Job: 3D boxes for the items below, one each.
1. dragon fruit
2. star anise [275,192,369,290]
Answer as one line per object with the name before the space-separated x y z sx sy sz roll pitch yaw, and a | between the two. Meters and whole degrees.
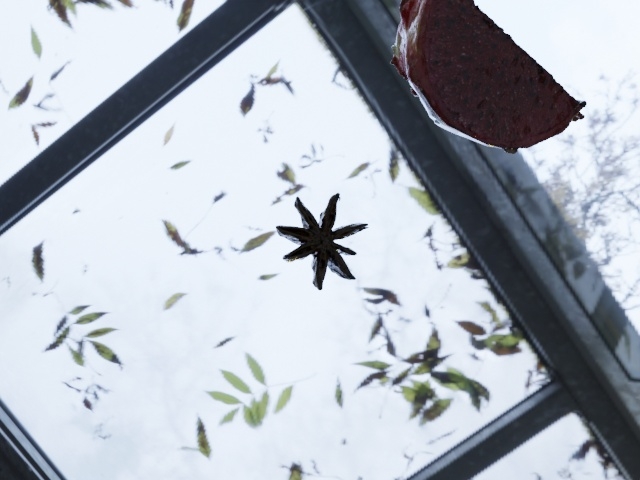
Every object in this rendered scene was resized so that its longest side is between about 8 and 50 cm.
dragon fruit | 0.166 -0.191 0.985 0.274 0.161 0.126 33 -80 -26
star anise | -0.002 -0.001 1.168 0.141 0.042 0.141 5 -103 -22
